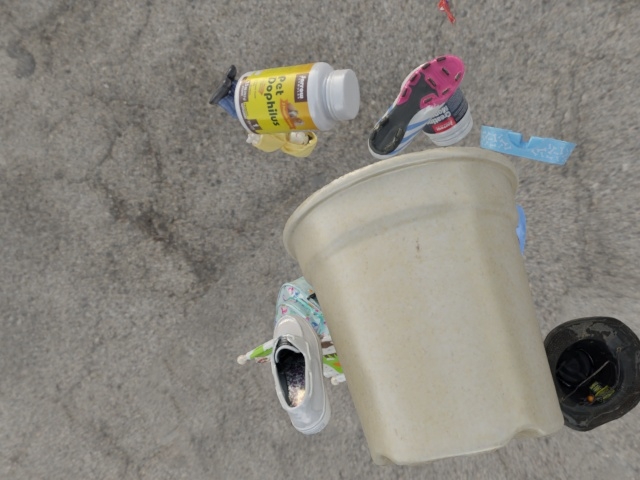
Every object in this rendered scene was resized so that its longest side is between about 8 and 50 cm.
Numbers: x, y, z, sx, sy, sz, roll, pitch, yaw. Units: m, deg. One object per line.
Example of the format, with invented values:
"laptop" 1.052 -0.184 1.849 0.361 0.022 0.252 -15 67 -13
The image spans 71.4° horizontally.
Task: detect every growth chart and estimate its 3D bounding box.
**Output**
"growth chart" 0.005 0.196 0.750 0.172 0.237 0.021 -37 42 35

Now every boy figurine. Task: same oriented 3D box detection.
"boy figurine" -0.133 -0.291 1.100 0.285 0.178 0.092 34 139 -23

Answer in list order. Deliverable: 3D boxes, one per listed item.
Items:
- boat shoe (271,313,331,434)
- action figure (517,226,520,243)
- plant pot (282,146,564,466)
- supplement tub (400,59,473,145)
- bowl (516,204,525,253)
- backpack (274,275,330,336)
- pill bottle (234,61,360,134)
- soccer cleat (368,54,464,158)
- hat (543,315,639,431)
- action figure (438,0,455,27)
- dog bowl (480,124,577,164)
"boat shoe" -0.036 0.153 0.568 0.066 0.184 0.063 -23 126 9
"action figure" 0.343 0.026 1.180 0.248 0.370 0.276 -38 98 -7
"plant pot" 0.138 0.104 0.575 0.333 0.333 0.306 -20 66 18
"supplement tub" 0.439 -0.508 1.664 0.191 0.272 0.191 -26 40 24
"bowl" 0.588 0.061 1.523 0.077 0.391 0.392 14 96 7
"backpack" -0.045 0.254 1.499 0.253 0.190 0.225 44 135 32
"pill bottle" -0.041 -0.258 0.816 0.214 0.117 0.118 3 93 26
"soccer cleat" 0.254 -0.360 1.226 0.116 0.143 0.331 45 99 9
"hat" 0.691 0.329 1.192 0.330 0.134 0.332 -1 103 -4
"action figure" 0.395 -0.711 1.212 0.091 0.280 0.139 -26 80 -12
"dog bowl" 0.672 -0.316 1.470 0.296 0.166 0.074 20 110 23
